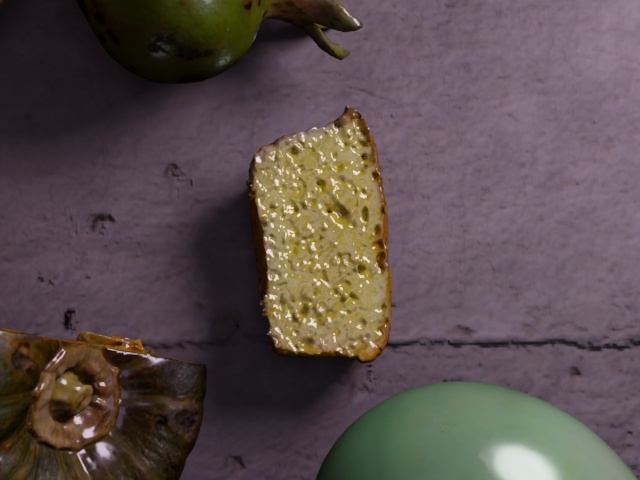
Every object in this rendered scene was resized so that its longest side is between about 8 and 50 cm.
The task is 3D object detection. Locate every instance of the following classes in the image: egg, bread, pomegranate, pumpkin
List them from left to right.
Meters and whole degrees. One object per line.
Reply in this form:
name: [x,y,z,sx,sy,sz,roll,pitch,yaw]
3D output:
pumpkin: [-0.245,0.116,1.257,0.280,0.190,0.139,18,82,-46]
pomegranate: [-0.079,-0.184,1.273,0.220,0.156,0.156,14,84,-35]
bread: [0.000,0.000,1.293,0.103,0.065,0.187,-8,88,-3]
egg: [0.119,0.217,1.208,0.269,0.220,0.220,35,84,-13]

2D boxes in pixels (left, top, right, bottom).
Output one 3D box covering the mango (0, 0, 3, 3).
mango: [-0.286,-0.256,1.267,0.176,0.119,0.317,20,76,0]
